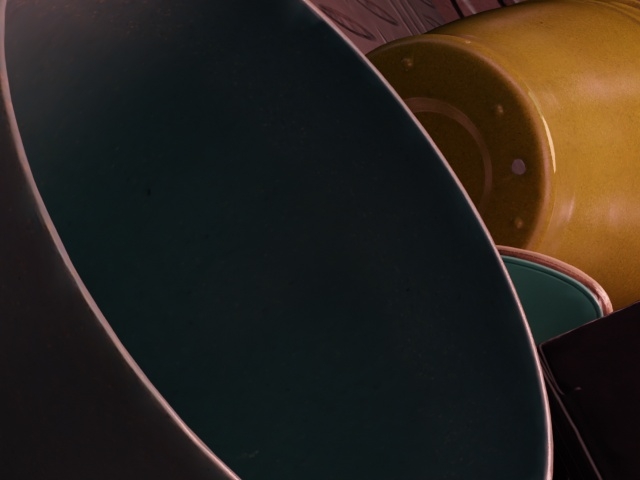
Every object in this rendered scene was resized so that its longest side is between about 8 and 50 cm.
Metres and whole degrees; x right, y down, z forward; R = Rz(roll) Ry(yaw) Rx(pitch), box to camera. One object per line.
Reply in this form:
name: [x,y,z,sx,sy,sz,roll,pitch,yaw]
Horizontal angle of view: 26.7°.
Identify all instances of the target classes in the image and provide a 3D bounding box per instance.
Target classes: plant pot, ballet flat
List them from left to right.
plant pot: [-0.071,0.040,0.547,0.290,0.195,0.290,38,32,-29]
ballet flat: [0.085,0.041,0.967,0.086,0.248,0.086,4,90,-76]
plant pot: [0.174,-0.063,1.270,0.353,0.366,0.366,-8,63,-58]

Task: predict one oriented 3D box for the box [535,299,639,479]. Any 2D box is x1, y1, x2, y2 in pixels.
box: [0.297,0.221,0.954,0.395,0.212,0.293,73,-7,-65]
